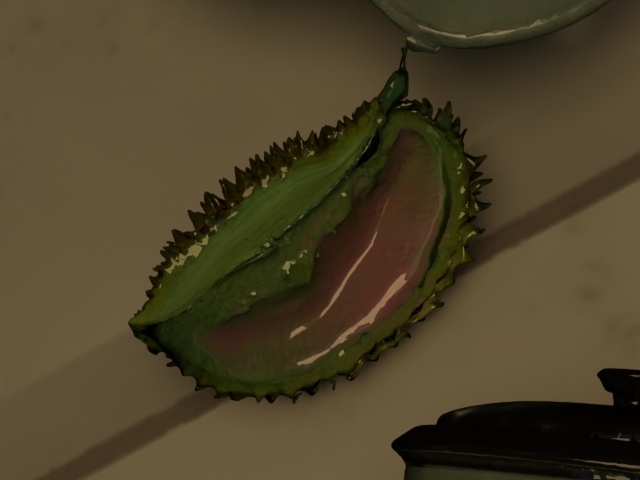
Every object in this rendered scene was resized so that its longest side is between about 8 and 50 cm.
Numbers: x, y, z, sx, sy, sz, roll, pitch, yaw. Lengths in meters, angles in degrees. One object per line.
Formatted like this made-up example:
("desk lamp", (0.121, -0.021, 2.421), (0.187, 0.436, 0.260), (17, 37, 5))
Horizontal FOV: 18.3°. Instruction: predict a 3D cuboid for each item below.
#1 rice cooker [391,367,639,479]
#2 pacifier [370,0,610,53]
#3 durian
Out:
("rice cooker", (0.149, 0.178, 1.007), (0.281, 0.241, 0.227), (8, 82, -12))
("pacifier", (0.045, -0.270, 1.105), (0.343, 0.269, 0.288), (19, 69, 10))
("durian", (0.000, -0.002, 1.146), (0.221, 0.137, 0.095), (-41, 29, 9))
